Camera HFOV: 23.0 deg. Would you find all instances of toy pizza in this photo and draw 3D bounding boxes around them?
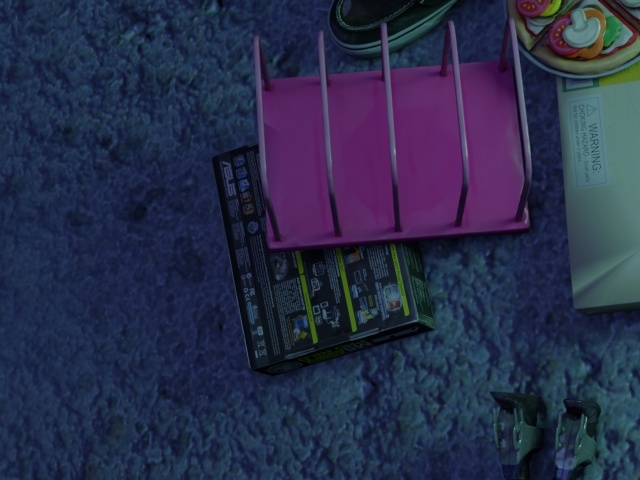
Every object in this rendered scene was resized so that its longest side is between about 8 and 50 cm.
[{"bbox_3d":[0.292,-0.274,1.708,0.201,0.032,0.201,-6,75,24],"label":"toy pizza"}]

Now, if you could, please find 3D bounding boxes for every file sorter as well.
[{"bbox_3d":[0.076,-0.119,1.692,0.290,0.182,0.202,-5,73,2],"label":"file sorter"}]

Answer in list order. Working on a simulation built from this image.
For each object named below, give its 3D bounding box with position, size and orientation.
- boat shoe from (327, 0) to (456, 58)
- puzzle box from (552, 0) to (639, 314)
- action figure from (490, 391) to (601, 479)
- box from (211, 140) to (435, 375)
[{"bbox_3d":[0.129,-0.335,1.795,0.335,0.119,0.121,-38,74,19],"label":"boat shoe"},{"bbox_3d":[0.392,-0.135,1.677,0.272,0.052,0.409,-7,75,24],"label":"puzzle box"},{"bbox_3d":[0.220,0.304,1.636,0.185,0.099,0.285,3,83,20],"label":"action figure"},{"bbox_3d":[0.000,0.000,1.825,0.216,0.060,0.270,-18,72,20],"label":"box"}]
